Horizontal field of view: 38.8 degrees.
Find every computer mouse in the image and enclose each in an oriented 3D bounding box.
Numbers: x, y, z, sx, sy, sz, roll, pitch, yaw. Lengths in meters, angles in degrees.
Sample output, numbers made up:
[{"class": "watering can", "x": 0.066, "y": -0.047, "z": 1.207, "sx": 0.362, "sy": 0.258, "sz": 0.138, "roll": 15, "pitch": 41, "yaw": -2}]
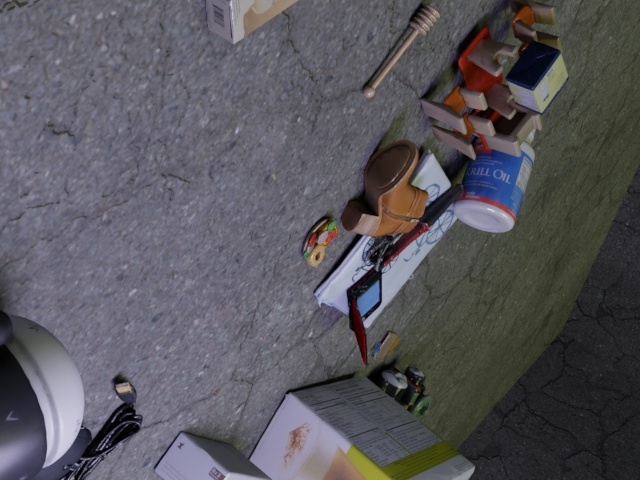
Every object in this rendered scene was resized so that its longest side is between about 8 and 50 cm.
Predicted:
[{"class": "computer mouse", "x": -0.312, "y": 0.255, "z": 1.184, "sx": 0.184, "sy": 0.060, "sz": 0.262, "roll": -47, "pitch": 156, "yaw": -16}]

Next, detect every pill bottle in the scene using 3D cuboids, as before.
[{"class": "pill bottle", "x": 0.351, "y": -0.138, "z": 1.795, "sx": 0.124, "sy": 0.124, "sz": 0.221, "roll": 60, "pitch": 47, "yaw": -65}]

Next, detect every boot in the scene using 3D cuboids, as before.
[{"class": "boot", "x": 0.136, "y": -0.085, "z": 1.528, "sx": 0.152, "sy": 0.073, "sz": 0.197, "roll": 3, "pitch": 135, "yaw": -44}]

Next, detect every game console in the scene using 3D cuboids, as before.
[{"class": "game console", "x": 0.097, "y": 0.142, "z": 1.704, "sx": 0.124, "sy": 0.085, "sz": 0.144, "roll": -41, "pitch": 154, "yaw": -21}]

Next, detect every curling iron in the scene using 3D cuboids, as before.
[{"class": "curling iron", "x": 0.181, "y": -0.029, "z": 1.676, "sx": 0.274, "sy": 0.035, "sz": 0.068, "roll": -35, "pitch": 151, "yaw": -31}]

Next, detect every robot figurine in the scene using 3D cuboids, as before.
[{"class": "robot figurine", "x": -0.360, "y": 0.175, "z": 0.857, "sx": 0.209, "sy": 0.173, "sz": 0.278, "roll": -17, "pitch": -174, "yaw": 43}]

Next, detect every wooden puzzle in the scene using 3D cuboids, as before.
[{"class": "wooden puzzle", "x": 0.150, "y": 0.244, "z": 2.102, "sx": 0.078, "sy": 0.014, "sz": 0.116, "roll": -58, "pitch": 157, "yaw": -5}]

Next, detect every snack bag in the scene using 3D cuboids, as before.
[{"class": "snack bag", "x": 0.140, "y": 0.013, "z": 1.748, "sx": 0.342, "sy": 0.037, "sz": 0.323, "roll": -52, "pitch": 156, "yaw": 0}]

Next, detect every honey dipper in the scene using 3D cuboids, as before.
[{"class": "honey dipper", "x": 0.114, "y": -0.275, "z": 1.330, "sx": 0.161, "sy": 0.030, "sz": 0.030, "roll": -51, "pitch": 157, "yaw": 0}]

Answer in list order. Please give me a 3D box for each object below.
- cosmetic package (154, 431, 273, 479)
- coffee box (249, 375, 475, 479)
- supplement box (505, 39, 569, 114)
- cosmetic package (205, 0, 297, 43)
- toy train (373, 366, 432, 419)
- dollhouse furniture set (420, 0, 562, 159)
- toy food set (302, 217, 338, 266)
[{"class": "cosmetic package", "x": -0.179, "y": 0.407, "z": 1.568, "sx": 0.085, "sy": 0.117, "sz": 0.231, "roll": -54, "pitch": 156, "yaw": -4}, {"class": "coffee box", "x": 0.053, "y": 0.523, "z": 1.883, "sx": 0.338, "sy": 0.334, "sz": 0.337, "roll": 3, "pitch": 120, "yaw": -61}, {"class": "supplement box", "x": 0.362, "y": -0.271, "z": 1.514, "sx": 0.083, "sy": 0.056, "sz": 0.083, "roll": -53, "pitch": 145, "yaw": -7}, {"class": "cosmetic package", "x": -0.069, "y": -0.267, "z": 0.974, "sx": 0.115, "sy": 0.041, "sz": 0.060, "roll": -42, "pitch": 153, "yaw": -27}, {"class": "toy train", "x": 0.139, "y": 0.455, "z": 2.221, "sx": 0.190, "sy": 0.142, "sz": 0.334, "roll": 8, "pitch": 115, "yaw": -54}, {"class": "dollhouse furniture set", "x": 0.297, "y": -0.267, "z": 1.608, "sx": 0.262, "sy": 0.135, "sz": 0.259, "roll": -50, "pitch": 145, "yaw": -11}, {"class": "toy food set", "x": 0.000, "y": 0.000, "z": 1.484, "sx": 0.083, "sy": 0.020, "sz": 0.082, "roll": -50, "pitch": 156, "yaw": -10}]
